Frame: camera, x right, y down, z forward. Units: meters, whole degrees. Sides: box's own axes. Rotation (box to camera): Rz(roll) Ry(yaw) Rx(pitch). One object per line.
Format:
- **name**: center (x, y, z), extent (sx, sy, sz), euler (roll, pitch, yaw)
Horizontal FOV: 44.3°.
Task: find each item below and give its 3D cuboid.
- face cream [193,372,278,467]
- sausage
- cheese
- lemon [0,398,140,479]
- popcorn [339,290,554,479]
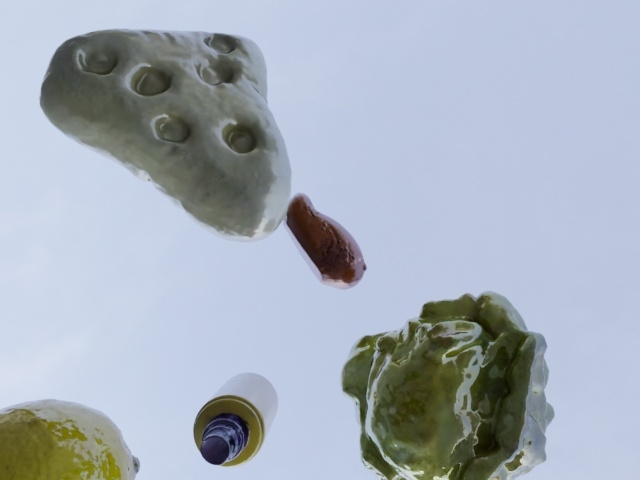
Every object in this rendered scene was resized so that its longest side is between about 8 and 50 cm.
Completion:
- **face cream**: center (-0.096, 0.203, 0.877), extent (0.078, 0.273, 0.078), euler (0, -92, 2)
- **sausage**: center (0.000, 0.000, 1.240), extent (0.089, 0.089, 0.179), euler (-46, -112, 18)
- **cheese**: center (-0.221, -0.153, 1.112), extent (0.129, 0.329, 0.350), euler (124, -40, -54)
- **lemon**: center (-0.401, 0.339, 1.107), extent (0.233, 0.289, 0.233), euler (169, -90, -73)
- **popcorn**: center (0.197, 0.227, 1.136), extent (0.312, 0.312, 0.312), euler (-9, -106, 33)
